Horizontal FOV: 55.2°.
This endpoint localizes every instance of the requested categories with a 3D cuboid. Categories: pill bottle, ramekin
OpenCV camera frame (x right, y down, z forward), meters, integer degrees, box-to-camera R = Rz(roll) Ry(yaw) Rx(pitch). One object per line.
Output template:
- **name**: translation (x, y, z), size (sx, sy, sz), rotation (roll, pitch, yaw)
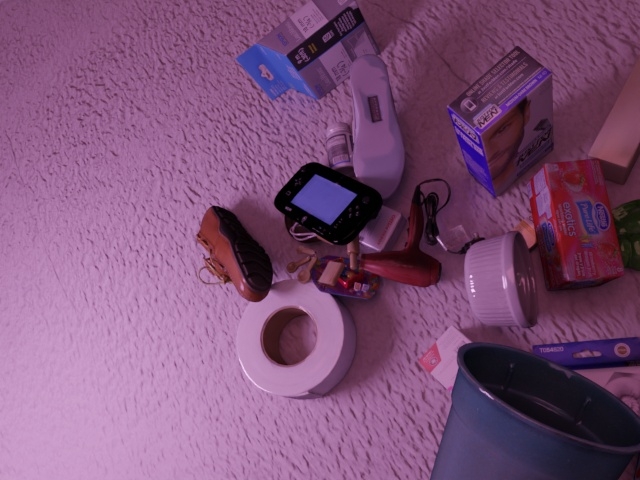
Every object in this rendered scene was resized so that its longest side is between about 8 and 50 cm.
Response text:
- **pill bottle**: translation (0.056, -0.240, 1.628), size (0.078, 0.078, 0.137), rotation (-15, 67, 17)
- **ramekin**: translation (0.386, 0.088, 1.312), size (0.109, 0.207, 0.207), rotation (-11, 68, 28)

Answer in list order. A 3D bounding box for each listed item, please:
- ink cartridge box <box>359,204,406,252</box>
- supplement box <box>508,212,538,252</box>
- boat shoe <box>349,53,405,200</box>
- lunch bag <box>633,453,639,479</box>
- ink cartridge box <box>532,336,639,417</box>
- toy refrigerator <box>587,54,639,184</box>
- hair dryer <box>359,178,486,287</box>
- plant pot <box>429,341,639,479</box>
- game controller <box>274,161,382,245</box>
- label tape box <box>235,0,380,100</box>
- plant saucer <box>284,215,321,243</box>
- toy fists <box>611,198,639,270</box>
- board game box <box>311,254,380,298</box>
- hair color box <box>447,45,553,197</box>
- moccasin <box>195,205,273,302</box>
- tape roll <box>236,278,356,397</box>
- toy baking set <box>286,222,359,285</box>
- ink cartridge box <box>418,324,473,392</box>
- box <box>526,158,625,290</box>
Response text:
- **ink cartridge box**: translation (0.124, -0.039, 1.538), size (0.151, 0.063, 0.109), rotation (26, 84, 27)
- **supplement box**: translation (0.483, -0.020, 1.399), size (0.098, 0.036, 0.062), rotation (-42, 63, 3)
- **boat shoe**: translation (0.137, -0.277, 1.576), size (0.136, 0.156, 0.366), rotation (-9, 85, 6)
- **lunch bag**: translation (0.729, 0.432, 1.078), size (0.304, 0.115, 0.243), rotation (17, 73, 14)
- **ink cartridge box**: translation (0.557, 0.312, 1.247), size (0.224, 0.045, 0.223), rotation (-9, 69, 19)
- **toy refrigerator**: translation (0.691, -0.272, 1.366), size (0.094, 0.102, 0.269), rotation (26, 84, 28)
- **hair dryer**: translation (0.224, 0.004, 1.458), size (0.294, 0.080, 0.223), rotation (-29, 69, -9)
- **plant pot**: translation (0.357, 0.415, 1.118), size (0.341, 0.341, 0.334), rotation (24, 104, 27)
- **game controller**: translation (0.011, -0.096, 1.515), size (0.166, 0.067, 0.319), rotation (-42, 40, -14)
- **label tape box**: translation (-0.025, -0.502, 1.663), size (0.334, 0.241, 0.105), rotation (-36, 64, 8)
- **plant saucer**: translation (-0.015, -0.067, 1.625), size (0.169, 0.029, 0.168), rotation (-7, 70, 19)
- **toy fists**: translation (0.728, -0.040, 1.274), size (0.279, 0.096, 0.142), rotation (-28, 65, 10)
- **board game box**: translation (0.064, 0.076, 1.484), size (0.169, 0.033, 0.133), rotation (9, 41, 0)
- **hair color box**: translation (0.404, -0.243, 1.338), size (0.185, 0.339, 0.110), rotation (-41, 61, 4)
- **moccasin**: translation (-0.237, 0.048, 1.576), size (0.147, 0.139, 0.380), rotation (-56, 44, 11)
- **tape roll**: translation (-0.059, 0.242, 1.494), size (0.286, 0.100, 0.286), rotation (-7, 69, 19)
- **toy baking set**: translation (0.006, 0.000, 1.501), size (0.197, 0.030, 0.256), rotation (-10, 53, 23)
- **ink cartridge box**: translation (0.328, 0.294, 1.336), size (0.115, 0.067, 0.198), rotation (-47, 60, 1)
- **box**: translation (0.535, -0.030, 1.299), size (0.123, 0.128, 0.256), rotation (-5, 75, -1)
